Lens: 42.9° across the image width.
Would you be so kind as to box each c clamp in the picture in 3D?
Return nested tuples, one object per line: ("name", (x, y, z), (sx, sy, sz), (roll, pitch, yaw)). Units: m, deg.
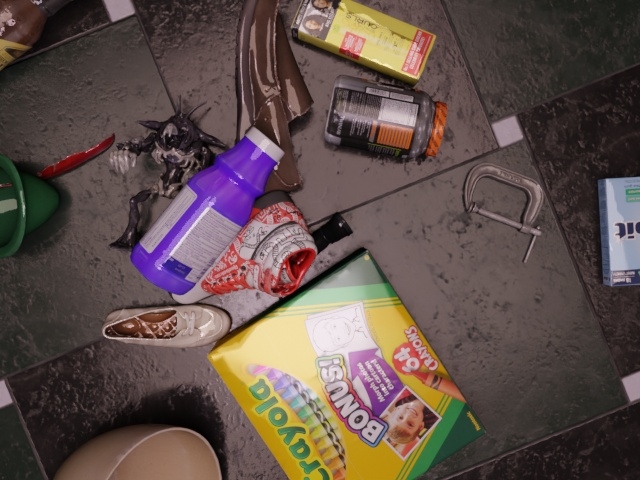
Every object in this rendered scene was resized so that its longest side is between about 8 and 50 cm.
("c clamp", (0.316, -0.056, 1.404), (0.160, 0.022, 0.137), (26, 91, -1))

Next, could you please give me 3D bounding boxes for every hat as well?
("hat", (-0.467, -0.069, 1.398), (0.208, 0.183, 0.173), (-20, 83, 41))

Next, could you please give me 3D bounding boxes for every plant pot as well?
("plant pot", (-0.323, 0.422, 1.311), (0.190, 0.284, 0.284), (7, 91, 36))

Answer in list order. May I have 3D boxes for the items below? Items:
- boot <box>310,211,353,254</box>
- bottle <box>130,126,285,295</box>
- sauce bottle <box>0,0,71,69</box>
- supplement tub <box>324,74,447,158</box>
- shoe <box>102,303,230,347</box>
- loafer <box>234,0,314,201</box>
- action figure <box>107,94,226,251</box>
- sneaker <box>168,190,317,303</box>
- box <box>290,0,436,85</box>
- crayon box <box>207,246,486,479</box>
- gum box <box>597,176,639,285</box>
("boot", (0.000, 0.000, 1.357), (0.099, 0.121, 0.045), (-36, 90, -6))
("bottle", (-0.169, -0.048, 1.263), (0.092, 0.118, 0.283), (41, 94, 32))
("sauce bottle", (-0.545, -0.342, 1.348), (0.344, 0.111, 0.111), (-35, 91, 2))
("supplement tub", (0.107, -0.202, 1.353), (0.190, 0.117, 0.117), (12, 91, -1))
("shoe", (-0.263, 0.149, 1.385), (0.218, 0.058, 0.077), (-2, 91, 0))
("loafer", (-0.076, -0.244, 1.355), (0.130, 0.134, 0.366), (1, 101, -5))
("action figure", (-0.255, -0.107, 1.342), (0.164, 0.141, 0.276), (15, 94, 2))
("sneaker", (-0.127, 0.051, 1.326), (0.270, 0.090, 0.145), (-39, 56, 10))
("box", (0.071, -0.346, 1.378), (0.232, 0.058, 0.087), (23, 90, -1))
("crayon box", (0.043, 0.247, 1.362), (0.313, 0.106, 0.363), (-34, 94, -1))
("gum box", (0.564, -0.019, 1.397), (0.156, 0.041, 0.185), (-3, 92, -1))
